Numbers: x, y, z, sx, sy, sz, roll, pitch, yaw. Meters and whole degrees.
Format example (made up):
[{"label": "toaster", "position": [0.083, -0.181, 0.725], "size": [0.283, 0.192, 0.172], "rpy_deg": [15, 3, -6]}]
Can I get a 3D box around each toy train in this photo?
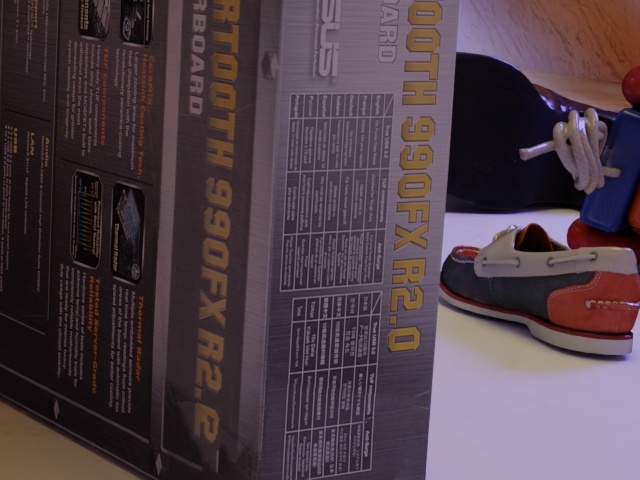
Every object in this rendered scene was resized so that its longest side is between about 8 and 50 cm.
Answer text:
[{"label": "toy train", "position": [0.203, -0.018, 0.921], "size": [0.143, 0.105, 0.248], "rpy_deg": [24, 15, 22]}]

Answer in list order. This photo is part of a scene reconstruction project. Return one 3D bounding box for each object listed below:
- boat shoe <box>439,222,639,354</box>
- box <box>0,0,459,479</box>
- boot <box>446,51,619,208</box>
[{"label": "boat shoe", "position": [0.091, 0.014, 0.764], "size": [0.049, 0.043, 0.137], "rpy_deg": [0, 8, -22]}, {"label": "box", "position": [-0.039, -0.057, 0.503], "size": [0.056, 0.231, 0.183], "rpy_deg": [-4, 12, -36]}, {"label": "boot", "position": [0.067, -0.088, 1.272], "size": [0.264, 0.096, 0.280], "rpy_deg": [1, 9, -35]}]
